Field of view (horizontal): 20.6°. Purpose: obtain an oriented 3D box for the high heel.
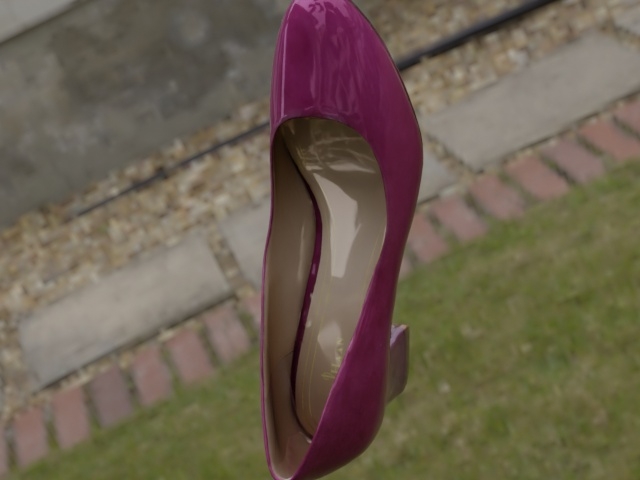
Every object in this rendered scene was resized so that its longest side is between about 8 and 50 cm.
[{"bbox_3d":[0.000,0.000,1.379,0.127,0.377,0.181,-1,20,28],"label":"high heel"}]
